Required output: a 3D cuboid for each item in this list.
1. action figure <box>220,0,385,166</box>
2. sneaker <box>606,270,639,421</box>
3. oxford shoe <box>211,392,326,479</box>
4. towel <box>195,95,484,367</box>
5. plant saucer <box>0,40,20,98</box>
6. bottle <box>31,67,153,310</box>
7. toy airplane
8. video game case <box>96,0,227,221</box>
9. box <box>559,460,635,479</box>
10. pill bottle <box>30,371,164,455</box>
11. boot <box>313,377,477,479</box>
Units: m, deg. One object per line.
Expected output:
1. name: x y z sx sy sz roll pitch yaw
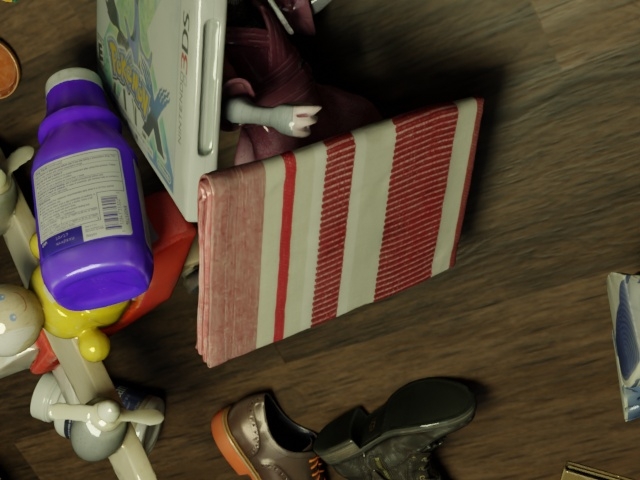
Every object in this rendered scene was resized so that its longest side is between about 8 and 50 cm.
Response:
1. action figure: -0.052 -0.164 1.350 0.276 0.248 0.370 -8 122 41
2. sneaker: 0.408 0.105 1.337 0.182 0.127 0.315 -10 159 10
3. oxford shoe: -0.030 0.322 1.687 0.098 0.097 0.271 -34 105 26
4. towel: 0.018 -0.016 1.283 0.037 0.329 0.237 45 143 38
5. plant saucer: -0.408 -0.215 1.541 0.084 0.013 0.083 9 123 14
6. bottle: -0.256 -0.063 1.366 0.118 0.282 0.092 -16 148 1
7. toy airplane: -0.325 0.086 1.531 0.386 0.272 0.384 19 110 35
8. video game case: -0.173 -0.228 1.297 0.036 0.329 0.299 -9 126 -23
9. box: 0.378 0.389 1.624 0.164 0.021 0.201 14 123 11
10. pill bottle: -0.311 0.239 1.733 0.169 0.094 0.094 16 124 9
11. boot: 0.140 0.304 1.631 0.263 0.091 0.229 -23 115 34
